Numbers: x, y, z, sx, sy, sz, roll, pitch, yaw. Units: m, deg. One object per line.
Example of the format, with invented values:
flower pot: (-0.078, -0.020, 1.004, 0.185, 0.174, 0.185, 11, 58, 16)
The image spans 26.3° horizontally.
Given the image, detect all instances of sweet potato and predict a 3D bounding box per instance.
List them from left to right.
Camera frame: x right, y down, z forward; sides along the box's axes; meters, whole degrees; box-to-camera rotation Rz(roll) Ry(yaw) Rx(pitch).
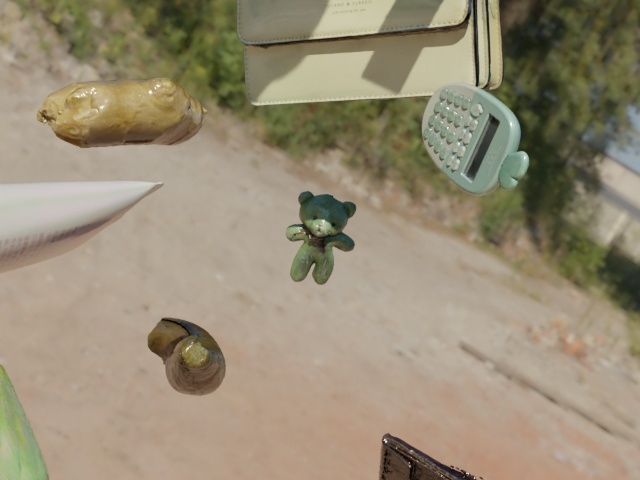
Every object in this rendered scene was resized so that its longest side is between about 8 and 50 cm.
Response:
sweet potato: (-0.180, 0.159, 1.844, 0.112, 0.085, 0.286, 43, -3, -6)

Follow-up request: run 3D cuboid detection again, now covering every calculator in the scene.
calculator: (0.151, -0.098, 1.345, 0.021, 0.095, 0.153, 2, 29, -41)

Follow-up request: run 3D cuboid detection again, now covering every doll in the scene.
doll: (0.000, 0.000, 2.194, 0.115, 0.150, 0.077, 10, 16, -3)

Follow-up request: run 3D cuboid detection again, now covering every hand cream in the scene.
hand cream: (-0.363, -0.018, 1.626, 0.358, 0.185, 0.118, -11, 72, -53)

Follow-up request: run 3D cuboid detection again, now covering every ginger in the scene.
ginger: (-0.198, -0.133, 1.431, 0.190, 0.069, 0.095, -5, -1, -30)

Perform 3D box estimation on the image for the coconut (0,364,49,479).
coconut: (-0.495, 0.273, 1.711, 0.328, 0.281, 0.328, -23, 90, -83)

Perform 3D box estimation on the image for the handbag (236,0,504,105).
handbag: (0.068, -0.318, 1.940, 0.358, 0.237, 0.160, 0, 7, 25)

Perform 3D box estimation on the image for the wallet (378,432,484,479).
wallet: (0.121, 0.333, 1.624, 0.133, 0.039, 0.243, 28, -38, 22)
